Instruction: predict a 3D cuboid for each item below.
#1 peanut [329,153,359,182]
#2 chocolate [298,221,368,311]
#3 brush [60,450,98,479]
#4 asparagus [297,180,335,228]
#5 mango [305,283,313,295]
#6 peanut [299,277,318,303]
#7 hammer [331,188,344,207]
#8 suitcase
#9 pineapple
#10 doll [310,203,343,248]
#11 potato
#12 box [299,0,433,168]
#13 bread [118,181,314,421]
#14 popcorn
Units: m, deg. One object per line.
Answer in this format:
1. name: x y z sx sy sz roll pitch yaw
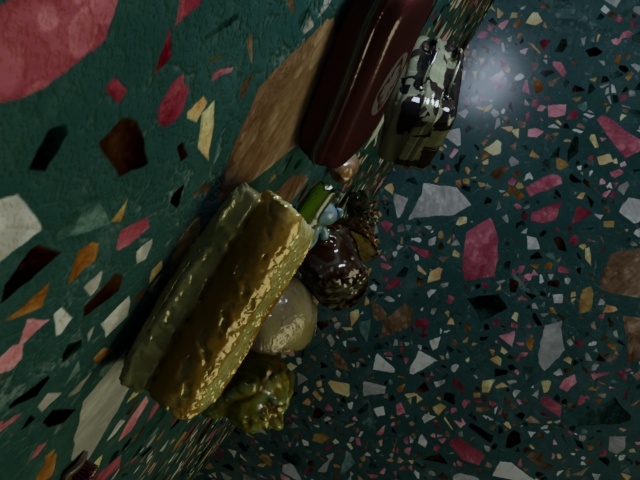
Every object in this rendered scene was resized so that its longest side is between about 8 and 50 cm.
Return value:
1. peanut: 0.071 -0.209 1.608 0.076 0.076 0.152 -61 178 28
2. chocolate: 0.052 0.115 1.881 0.225 0.210 0.340 -23 148 -4
3. brush: -0.484 0.521 1.104 0.321 0.050 0.060 -62 176 36
4. asparagus: -0.056 -0.038 1.526 0.278 0.067 0.060 -53 -161 -9
5. mango: 0.010 0.098 2.122 0.109 0.147 0.228 -134 -134 -82
6. peanut: -0.120 0.279 2.170 0.325 0.140 0.153 -53 -171 -18
7. hammer: 0.004 -0.092 1.820 0.111 0.033 0.287 -61 172 22
8. suitcase: 0.290 -0.417 1.615 0.339 0.193 0.352 113 -6 -57
9. pineapple: 0.150 -0.085 2.220 0.262 0.262 0.272 110 3 -60
10. doll: -0.020 -0.048 1.660 0.180 0.120 0.075 -52 -142 30
11. potato: -0.117 0.238 1.751 0.190 0.211 0.264 -58 169 17
12. box: 0.086 -0.321 1.077 0.263 0.108 0.404 -51 170 -46
13. bread: -0.161 0.091 0.953 0.376 0.165 0.236 -59 175 -1
14. popcorn: -0.226 0.519 1.928 0.321 0.289 0.326 -43 146 -55
